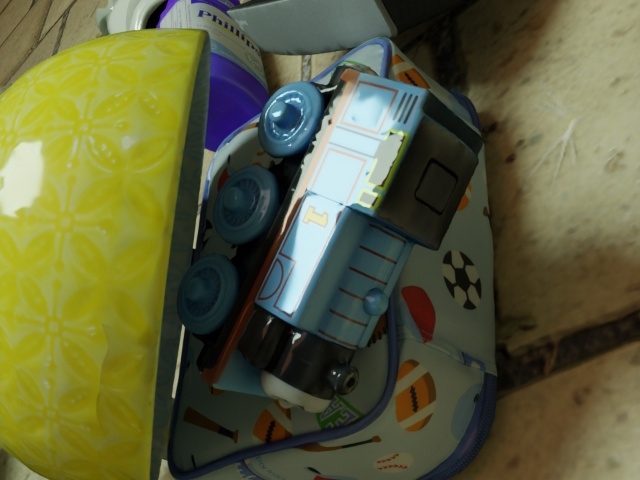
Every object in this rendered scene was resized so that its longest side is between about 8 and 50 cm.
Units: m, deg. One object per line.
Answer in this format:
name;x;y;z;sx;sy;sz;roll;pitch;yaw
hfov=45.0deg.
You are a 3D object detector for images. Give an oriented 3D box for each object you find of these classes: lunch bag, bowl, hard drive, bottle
lunch bag;-0.002;0.022;0.538;0.243;0.114;0.304;-28;46;41
bowl;-0.160;0.009;0.472;0.289;0.155;0.290;-174;90;-82
hard drive;0.040;-0.204;0.630;0.172;0.054;0.254;-29;22;-20
bottle;-0.125;-0.217;0.868;0.092;0.118;0.283;-42;37;25

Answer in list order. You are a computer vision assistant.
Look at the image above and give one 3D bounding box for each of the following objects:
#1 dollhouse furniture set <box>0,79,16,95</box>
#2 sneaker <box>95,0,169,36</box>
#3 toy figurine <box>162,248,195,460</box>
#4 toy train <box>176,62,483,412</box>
dollhouse furniture set;-0.606;-0.205;1.439;0.242;0.161;0.212;0;65;52
sneaker;-0.158;-0.372;1.049;0.331;0.122;0.146;-51;53;11
toy figurine;-0.191;0.091;0.694;0.213;0.148;0.210;-7;60;49
toy train;0.000;0.000;0.388;0.105;0.080;0.184;25;89;42
